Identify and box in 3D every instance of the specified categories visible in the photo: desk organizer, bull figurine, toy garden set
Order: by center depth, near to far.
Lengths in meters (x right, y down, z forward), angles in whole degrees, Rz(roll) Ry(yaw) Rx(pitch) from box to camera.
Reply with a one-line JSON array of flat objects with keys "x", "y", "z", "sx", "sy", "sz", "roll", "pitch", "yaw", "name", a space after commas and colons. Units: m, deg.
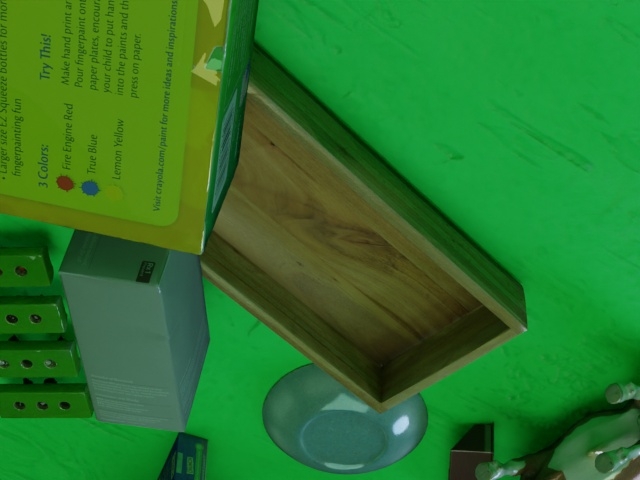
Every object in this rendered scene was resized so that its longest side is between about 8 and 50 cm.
[{"x": -0.275, "y": 0.093, "z": 1.501, "sx": 0.203, "sy": 0.049, "sz": 0.244, "roll": -1, "pitch": 130, "yaw": 7, "name": "toy garden set"}, {"x": 0.293, "y": 0.258, "z": 1.552, "sx": 0.310, "sy": 0.101, "sz": 0.188, "roll": -41, "pitch": 150, "yaw": 24, "name": "bull figurine"}, {"x": 0.176, "y": 0.274, "z": 1.627, "sx": 0.050, "sy": 0.047, "sz": 0.130, "roll": 2, "pitch": 131, "yaw": 5, "name": "desk organizer"}]

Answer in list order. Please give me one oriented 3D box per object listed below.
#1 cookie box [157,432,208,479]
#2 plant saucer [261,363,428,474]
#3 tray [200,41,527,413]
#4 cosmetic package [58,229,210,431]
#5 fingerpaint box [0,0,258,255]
[{"x": -0.169, "y": 0.299, "z": 1.641, "sx": 0.040, "sy": 0.092, "sz": 0.107, "roll": 15, "pitch": 131, "yaw": -13, "name": "cookie box"}, {"x": 0.027, "y": 0.218, "z": 1.595, "sx": 0.195, "sy": 0.037, "sz": 0.195, "roll": 2, "pitch": 131, "yaw": 3, "name": "plant saucer"}, {"x": 0.000, "y": 0.000, "z": 1.384, "sx": 0.203, "sy": 0.076, "sz": 0.411, "roll": -34, "pitch": 122, "yaw": 28, "name": "tray"}, {"x": -0.172, "y": 0.066, "z": 1.328, "sx": 0.107, "sy": 0.127, "sz": 0.238, "roll": 5, "pitch": 137, "yaw": 10, "name": "cosmetic package"}, {"x": -0.233, "y": -0.243, "z": 1.085, "sx": 0.371, "sy": 0.163, "sz": 0.445, "roll": 11, "pitch": 125, "yaw": 3, "name": "fingerpaint box"}]
